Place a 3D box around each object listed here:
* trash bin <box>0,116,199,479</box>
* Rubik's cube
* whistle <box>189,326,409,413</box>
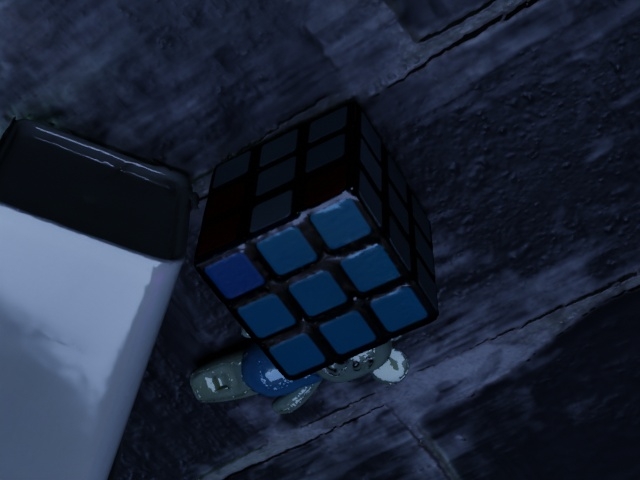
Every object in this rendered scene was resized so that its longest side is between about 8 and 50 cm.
[{"bbox_3d":[-0.285,0.089,0.938,0.296,0.256,0.367,21,115,-13],"label":"trash bin"},{"bbox_3d":[0.000,0.000,0.922,0.162,0.163,0.160,-24,121,19],"label":"Rubik's cube"},{"bbox_3d":[-0.027,0.124,1.058,0.236,0.077,0.114,-18,104,14],"label":"whistle"}]
